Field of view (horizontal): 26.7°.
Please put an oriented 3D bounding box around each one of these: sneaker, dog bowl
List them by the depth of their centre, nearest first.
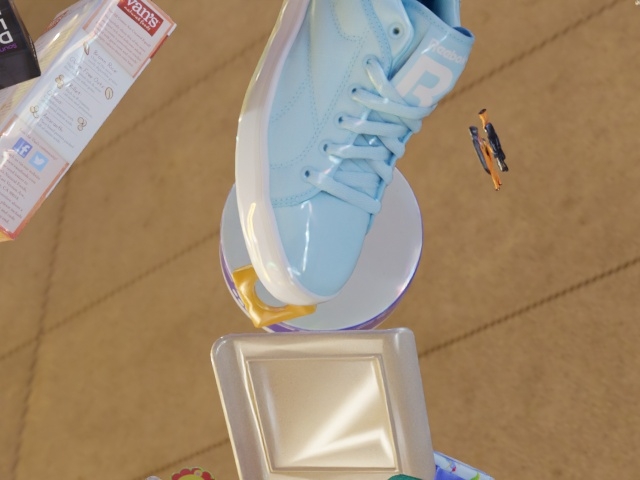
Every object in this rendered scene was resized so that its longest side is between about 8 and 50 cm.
[{"bbox_3d":[0.039,-0.126,1.056,0.150,0.135,0.365,4,82,48],"label":"sneaker"},{"bbox_3d":[0.000,0.000,1.758,0.104,0.265,0.265,104,-173,-77],"label":"dog bowl"}]

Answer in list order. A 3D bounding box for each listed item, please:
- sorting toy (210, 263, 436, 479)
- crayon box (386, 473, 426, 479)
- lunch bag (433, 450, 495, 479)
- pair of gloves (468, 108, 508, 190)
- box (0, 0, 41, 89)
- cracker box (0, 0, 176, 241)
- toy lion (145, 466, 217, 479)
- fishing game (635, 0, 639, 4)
[{"bbox_3d":[0.006,0.160,1.310,0.196,0.347,0.047,-5,26,13],"label":"sorting toy"},{"bbox_3d":[0.023,0.330,1.116,0.081,0.278,0.165,9,112,37],"label":"crayon box"},{"bbox_3d":[0.109,0.299,1.725,0.176,0.219,0.090,9,76,43],"label":"lunch bag"},{"bbox_3d":[0.179,-0.097,1.433,0.010,0.074,0.083,-18,16,24],"label":"pair of gloves"},{"bbox_3d":[-0.209,-0.118,0.625,0.116,0.162,0.029,-20,56,-4],"label":"box"},{"bbox_3d":[-0.235,-0.103,1.125,0.232,0.067,0.156,-57,23,-20],"label":"cracker box"},{"bbox_3d":[-0.170,0.328,1.671,0.034,0.096,0.100,99,165,-47],"label":"toy lion"},{"bbox_3d":[0.285,-0.289,0.907,0.264,0.041,0.189,-53,17,36],"label":"fishing game"}]
